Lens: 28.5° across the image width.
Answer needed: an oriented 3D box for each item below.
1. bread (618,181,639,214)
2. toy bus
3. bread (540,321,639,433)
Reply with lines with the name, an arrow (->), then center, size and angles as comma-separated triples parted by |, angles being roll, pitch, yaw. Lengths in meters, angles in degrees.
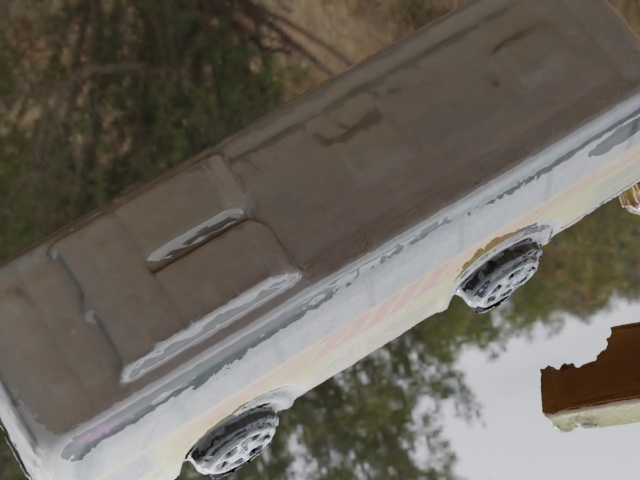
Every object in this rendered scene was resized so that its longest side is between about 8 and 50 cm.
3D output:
bread -> 0.416, -0.084, 1.387 | 0.191, 0.114, 0.132 | -14, 176, -17
toy bus -> 0.000, 0.000, 0.460 | 0.268, 0.092, 0.106 | -30, 158, -11
bread -> 0.303, 0.109, 1.086 | 0.226, 0.049, 0.088 | -10, -136, 12
